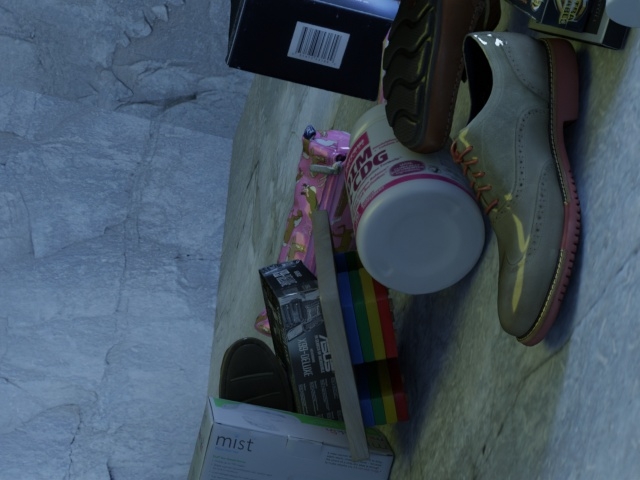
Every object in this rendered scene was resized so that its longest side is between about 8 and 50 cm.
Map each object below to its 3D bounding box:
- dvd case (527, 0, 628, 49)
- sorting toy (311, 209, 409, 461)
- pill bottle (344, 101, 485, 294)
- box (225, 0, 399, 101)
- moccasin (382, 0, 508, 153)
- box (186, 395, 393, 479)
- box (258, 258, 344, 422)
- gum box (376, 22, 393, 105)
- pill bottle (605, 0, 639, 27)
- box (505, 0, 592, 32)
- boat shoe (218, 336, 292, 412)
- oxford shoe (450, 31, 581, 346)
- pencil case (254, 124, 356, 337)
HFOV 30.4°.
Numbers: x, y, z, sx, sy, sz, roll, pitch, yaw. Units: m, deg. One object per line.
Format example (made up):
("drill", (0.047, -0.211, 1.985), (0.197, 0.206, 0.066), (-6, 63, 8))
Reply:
("dvd case", (0.296, -0.305, 1.273), (0.239, 0.029, 0.179), (-120, 43, -74))
("sorting toy", (0.057, 0.118, 1.602), (0.255, 0.089, 0.257), (-96, -5, -63))
("pill bottle", (0.115, -0.067, 1.553), (0.283, 0.160, 0.160), (-98, 23, -60))
("box", (-0.017, -0.440, 2.255), (0.294, 0.296, 0.183), (-95, 20, -55))
("moccasin", (0.172, -0.287, 1.489), (0.139, 0.147, 0.380), (-26, 50, 59))
("box", (-0.057, 0.365, 1.662), (0.127, 0.262, 0.231), (-134, 56, -77))
("box", (-0.022, 0.201, 1.846), (0.242, 0.076, 0.307), (-141, 40, -77))
("gum box", (0.139, -0.273, 1.906), (0.107, 0.062, 0.188), (121, 159, -58))
("pill bottle", (0.301, -0.271, 1.083), (0.078, 0.078, 0.137), (138, 144, -71))
("box", (0.257, -0.335, 1.286), (0.220, 0.051, 0.175), (-109, 32, -69))
("boat shoe", (-0.092, 0.294, 1.797), (0.104, 0.110, 0.307), (-168, 66, -79))
("oxford shoe", (0.192, -0.060, 1.237), (0.123, 0.130, 0.348), (127, 150, -62))
("pencil case", (0.000, 0.000, 2.062), (0.160, 0.167, 0.386), (27, 107, 45))
